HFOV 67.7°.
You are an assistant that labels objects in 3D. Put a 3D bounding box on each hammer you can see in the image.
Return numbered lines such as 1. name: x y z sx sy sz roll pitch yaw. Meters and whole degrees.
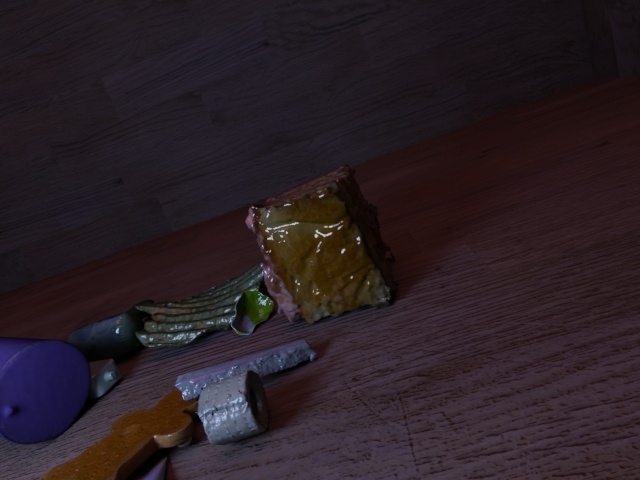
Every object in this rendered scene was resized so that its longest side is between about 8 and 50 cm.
1. hammer: -0.586 0.254 1.437 0.206 0.119 0.335 -18 10 9

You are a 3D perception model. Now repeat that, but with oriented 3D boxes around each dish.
1. dish: -0.180 0.192 1.215 0.091 0.039 0.137 24 47 4

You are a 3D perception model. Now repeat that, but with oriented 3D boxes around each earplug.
1. earplug: -0.766 0.319 1.111 0.456 0.215 0.215 -1 24 30

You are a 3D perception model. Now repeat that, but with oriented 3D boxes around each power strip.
1. power strip: -0.657 0.366 1.218 0.385 0.062 0.091 -14 17 26

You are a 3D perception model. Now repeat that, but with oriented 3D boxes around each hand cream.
1. hand cream: -0.267 0.384 0.719 0.076 0.047 0.174 -25 7 -17

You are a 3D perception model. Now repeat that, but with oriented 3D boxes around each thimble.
1. thimble: -0.143 0.277 0.791 0.090 0.102 0.115 -20 -9 4

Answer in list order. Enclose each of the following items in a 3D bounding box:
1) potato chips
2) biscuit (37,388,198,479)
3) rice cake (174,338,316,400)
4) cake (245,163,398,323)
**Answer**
1. potato chips: -0.327 0.171 1.374 0.389 0.097 0.373 -22 16 -13
2. biscuit: -0.310 0.350 0.845 0.205 0.049 0.324 -12 13 32
3. rice cake: -0.140 0.246 0.919 0.270 0.049 0.055 -14 -2 -13
4. cake: 0.000 0.000 1.159 0.293 0.314 0.307 -19 18 13
